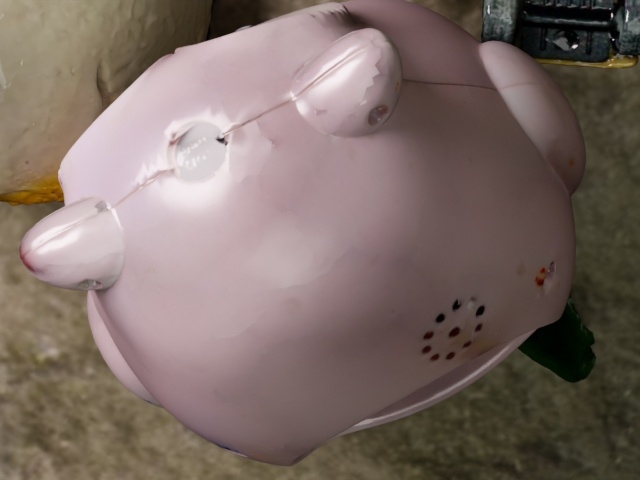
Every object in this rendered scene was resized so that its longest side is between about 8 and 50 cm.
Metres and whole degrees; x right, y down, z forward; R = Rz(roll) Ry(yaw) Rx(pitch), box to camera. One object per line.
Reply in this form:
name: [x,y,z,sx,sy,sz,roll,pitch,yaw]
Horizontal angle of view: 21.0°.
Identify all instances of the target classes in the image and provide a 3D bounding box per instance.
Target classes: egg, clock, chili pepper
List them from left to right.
egg: [-0.229,-0.157,1.178,0.337,0.201,0.337,-3,119,-6]
clock: [0.000,0.000,1.149,0.368,0.376,0.250,-30,73,12]
chili pepper: [0.162,0.031,1.394,0.108,0.062,0.216,-33,119,13]

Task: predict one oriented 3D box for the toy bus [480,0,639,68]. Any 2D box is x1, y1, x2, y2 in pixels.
toy bus: [0.178,-0.286,1.178,0.121,0.123,0.335,4,122,7]
